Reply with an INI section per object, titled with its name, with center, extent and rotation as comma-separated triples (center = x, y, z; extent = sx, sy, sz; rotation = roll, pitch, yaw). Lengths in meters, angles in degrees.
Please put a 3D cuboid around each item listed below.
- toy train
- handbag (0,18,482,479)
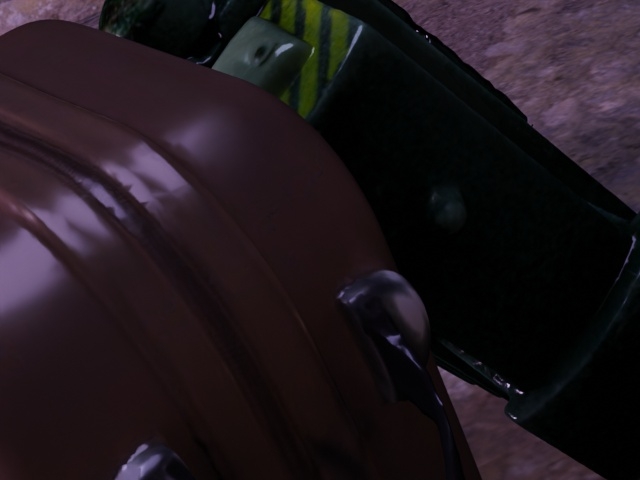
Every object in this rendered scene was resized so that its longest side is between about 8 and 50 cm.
[toy train]
center = 0.052, -0.017, 0.593
extent = 0.138, 0.330, 0.178
rotation = -56, 34, 2
[handbag]
center = -0.034, 0.087, 0.441
extent = 0.149, 0.302, 0.283
rotation = -37, 32, -28
